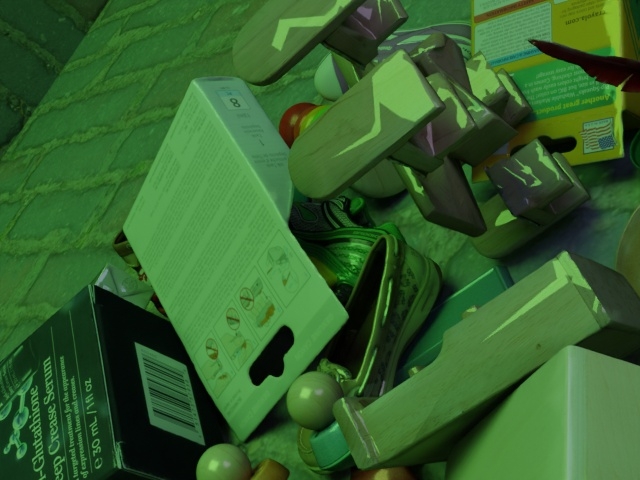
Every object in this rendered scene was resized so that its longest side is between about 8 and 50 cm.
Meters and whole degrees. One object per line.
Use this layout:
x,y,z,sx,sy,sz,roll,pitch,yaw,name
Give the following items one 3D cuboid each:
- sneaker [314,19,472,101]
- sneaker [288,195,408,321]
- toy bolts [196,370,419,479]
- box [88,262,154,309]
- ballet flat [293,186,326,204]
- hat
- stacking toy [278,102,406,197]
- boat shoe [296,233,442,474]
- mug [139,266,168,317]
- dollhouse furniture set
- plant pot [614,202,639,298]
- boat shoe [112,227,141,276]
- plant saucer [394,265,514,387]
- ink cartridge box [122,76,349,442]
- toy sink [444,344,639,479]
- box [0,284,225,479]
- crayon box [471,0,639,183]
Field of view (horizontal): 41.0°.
0.097,-0.249,1.263,0.282,0.102,0.161,-11,28,29,sneaker
0.000,0.000,1.199,0.146,0.134,0.344,-47,40,-10,sneaker
-0.026,0.248,0.863,0.228,0.158,0.218,-42,2,4,toy bolts
-0.380,0.155,1.419,0.290,0.087,0.169,-31,31,61,box
-0.084,-0.053,1.387,0.248,0.086,0.086,-16,45,38,ballet flat
0.357,-0.176,0.830,0.208,0.183,0.173,-43,27,-28,hat
0.022,-0.163,1.320,0.141,0.141,0.330,-52,29,-5,stacking toy
0.039,0.130,0.998,0.105,0.089,0.285,7,67,56,boat shoe
-0.227,0.054,1.389,0.169,0.113,0.150,-17,8,45,mug
0.098,-0.013,0.849,0.256,0.362,0.394,-38,61,24,dollhouse furniture set
0.392,0.005,0.794,0.236,0.032,0.236,-31,37,27,plant pot
-0.243,-0.069,1.540,0.324,0.120,0.122,-48,33,1,boat shoe
0.144,0.100,1.004,0.192,0.018,0.067,-38,34,18,plant saucer
-0.107,0.025,1.137,0.385,0.091,0.308,56,133,23,ink cartridge box
0.198,0.215,0.683,0.234,0.131,0.152,116,170,-52,toy sink
-0.344,0.309,1.144,0.395,0.212,0.293,-40,45,16,box
0.286,-0.232,1.036,0.203,0.083,0.322,-7,77,44,crayon box
